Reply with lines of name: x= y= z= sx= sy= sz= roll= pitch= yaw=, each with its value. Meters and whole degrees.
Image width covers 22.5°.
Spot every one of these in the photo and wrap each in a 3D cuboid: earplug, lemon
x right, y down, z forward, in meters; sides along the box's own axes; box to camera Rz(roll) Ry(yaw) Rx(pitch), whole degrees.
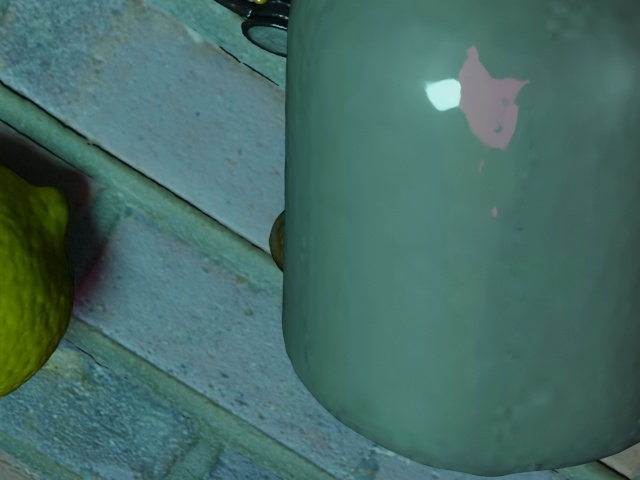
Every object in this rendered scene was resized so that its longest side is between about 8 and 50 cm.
earplug: x=0.129 y=-0.086 z=1.115 sx=0.312 sy=0.313 sz=0.394 roll=9 pitch=123 yaw=13
lemon: x=-0.331 y=0.036 z=1.399 sx=0.253 sy=0.228 sz=0.228 roll=-27 pitch=112 yaw=23

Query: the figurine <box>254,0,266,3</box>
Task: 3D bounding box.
figurine: x=-0.053 y=-0.347 z=1.052 sx=0.215 sy=0.187 sz=0.344 roll=29 pitch=129 yaw=24

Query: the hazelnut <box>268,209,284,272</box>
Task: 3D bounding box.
hazelnut: x=0.000 y=0.000 z=1.361 sx=0.086 sy=0.086 sz=0.086 roll=9 pitch=126 yaw=13

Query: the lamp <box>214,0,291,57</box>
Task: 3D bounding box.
lamp: x=-0.146 y=-0.265 z=1.222 sx=0.371 sy=0.109 sz=0.130 roll=23 pitch=166 yaw=-6
